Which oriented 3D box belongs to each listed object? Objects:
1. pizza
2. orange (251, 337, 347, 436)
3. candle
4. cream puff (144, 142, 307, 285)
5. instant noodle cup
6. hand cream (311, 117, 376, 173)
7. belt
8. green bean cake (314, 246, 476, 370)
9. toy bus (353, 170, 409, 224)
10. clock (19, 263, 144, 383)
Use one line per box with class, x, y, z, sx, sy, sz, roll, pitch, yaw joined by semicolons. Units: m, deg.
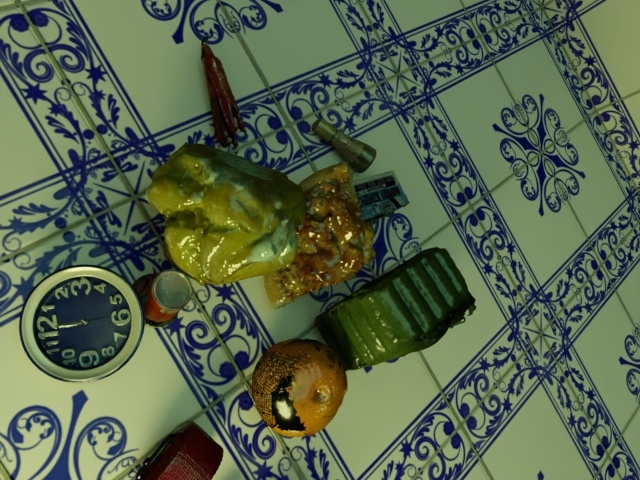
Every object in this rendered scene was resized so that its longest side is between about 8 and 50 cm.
pizza;0.000;0.000;1.468;0.277;0.114;0.409;32;90;10
orange;-0.047;0.344;1.381;0.234;0.182;0.235;3;85;-40
candle;-0.263;-0.381;1.514;0.084;0.059;0.302;-13;83;-44
cream puff;-0.216;-0.044;1.313;0.378;0.378;0.276;13;107;-30
instant noodle cup;-0.341;0.119;1.272;0.127;0.135;0.127;10;70;-30
hand cream;0.061;-0.278;1.690;0.203;0.084;0.084;33;61;-13
belt;-0.301;0.472;1.204;0.124;0.128;0.201;48;58;-14
green bean cake;0.186;0.190;1.487;0.319;0.335;0.218;-28;83;-33
toy bus;0.107;-0.101;1.647;0.297;0.106;0.131;-18;84;-37
clock;-0.469;0.164;1.174;0.230;0.083;0.231;1;84;-12
